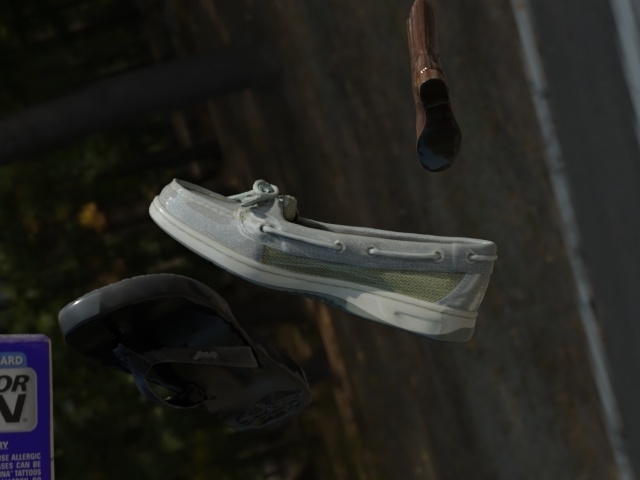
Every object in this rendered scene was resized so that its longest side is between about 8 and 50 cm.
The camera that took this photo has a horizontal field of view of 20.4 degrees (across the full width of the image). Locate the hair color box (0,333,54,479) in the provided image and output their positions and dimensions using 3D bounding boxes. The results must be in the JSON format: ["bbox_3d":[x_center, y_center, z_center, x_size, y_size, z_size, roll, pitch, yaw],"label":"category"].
[{"bbox_3d":[-0.227,0.224,1.021,0.185,0.110,0.338,-9,81,62],"label":"hair color box"}]

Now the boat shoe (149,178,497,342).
[{"bbox_3d":[0.001,0.001,1.646,0.118,0.320,0.103,-27,-44,-81],"label":"boat shoe"}]

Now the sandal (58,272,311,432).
[{"bbox_3d":[-0.086,0.092,1.305,0.254,0.097,0.054,31,-147,-47],"label":"sandal"}]

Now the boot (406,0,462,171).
[{"bbox_3d":[0.089,-0.129,1.458,0.114,0.037,0.106,-98,3,-47],"label":"boot"}]
